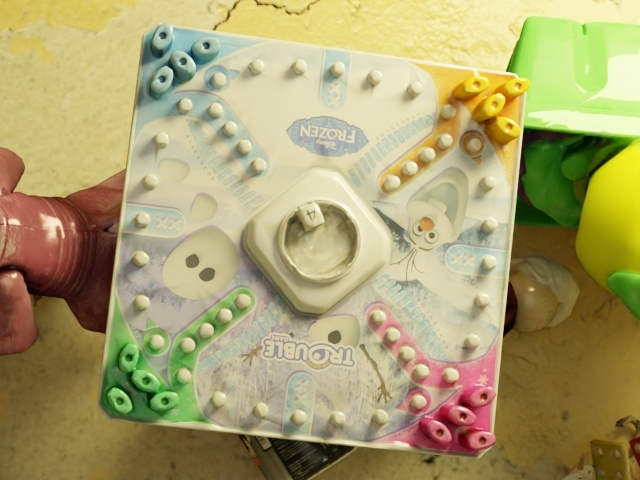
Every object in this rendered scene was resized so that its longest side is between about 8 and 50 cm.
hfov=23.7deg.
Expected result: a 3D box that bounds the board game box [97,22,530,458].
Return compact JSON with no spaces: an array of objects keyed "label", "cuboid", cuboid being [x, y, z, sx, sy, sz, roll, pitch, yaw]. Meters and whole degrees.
[{"label":"board game box","cuboid":[0.000,0.000,1.481,0.390,0.050,0.390,7,84,-8]}]

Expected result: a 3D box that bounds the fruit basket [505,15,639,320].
[{"label":"fruit basket","cuboid":[0.351,-0.047,1.642,0.392,0.283,0.392,2,67,-4]}]

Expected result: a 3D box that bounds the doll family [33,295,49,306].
[{"label":"doll family","cuboid":[-0.328,0.015,1.680,0.193,0.076,0.111,-25,104,-23]}]

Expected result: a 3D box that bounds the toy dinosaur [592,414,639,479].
[{"label":"toy dinosaur","cuboid":[0.376,0.243,1.729,0.183,0.053,0.092,-32,100,-1]}]

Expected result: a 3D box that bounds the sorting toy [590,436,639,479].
[{"label":"sorting toy","cuboid":[0.388,0.327,1.649,0.046,0.132,0.274,-16,76,-38]}]

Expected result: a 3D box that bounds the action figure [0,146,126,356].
[{"label":"action figure","cuboid":[-0.257,0.017,1.517,0.276,0.370,0.248,-20,77,38]}]

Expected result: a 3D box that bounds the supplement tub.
[{"label":"supplement tub","cuboid":[-0.048,0.171,1.665,0.117,0.117,0.190,-32,84,-8]}]

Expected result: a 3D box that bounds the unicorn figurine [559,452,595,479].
[{"label":"unicorn figurine","cuboid":[0.275,0.316,1.691,0.111,0.060,0.162,-30,103,6]}]

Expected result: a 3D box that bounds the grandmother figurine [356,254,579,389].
[{"label":"grandmother figurine","cuboid":[0.144,0.106,1.653,0.342,0.208,0.104,-23,75,-31]}]
